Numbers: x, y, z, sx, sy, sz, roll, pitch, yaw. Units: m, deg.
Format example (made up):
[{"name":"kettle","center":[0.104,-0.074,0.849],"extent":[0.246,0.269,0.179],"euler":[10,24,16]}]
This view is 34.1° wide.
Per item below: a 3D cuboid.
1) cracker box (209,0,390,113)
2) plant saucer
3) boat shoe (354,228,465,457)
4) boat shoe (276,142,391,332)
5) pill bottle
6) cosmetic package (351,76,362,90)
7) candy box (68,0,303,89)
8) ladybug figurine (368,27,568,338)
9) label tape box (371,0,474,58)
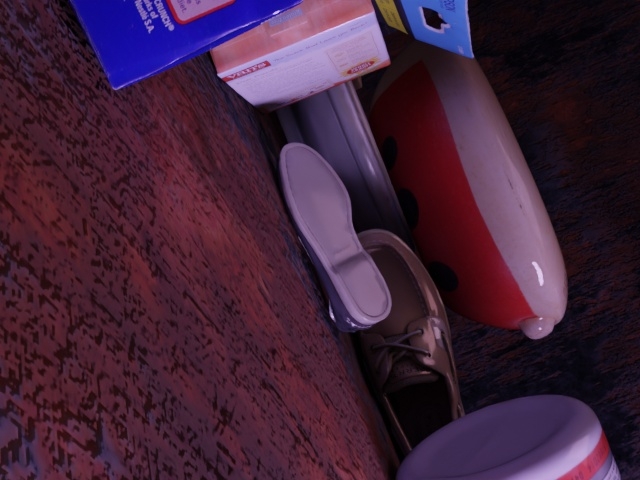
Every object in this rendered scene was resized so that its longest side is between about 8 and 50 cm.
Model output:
[{"name":"cracker box","center":[-0.018,-0.201,1.051],"extent":[0.232,0.155,0.067],"euler":[13,57,-83]},{"name":"plant saucer","center":[0.011,-0.152,1.400],"extent":[0.400,0.100,0.401],"euler":[-21,90,-83]},{"name":"boat shoe","center":[0.100,0.134,1.170],"extent":[0.098,0.109,0.303],"euler":[-70,144,-82]},{"name":"boat shoe","center":[0.000,0.000,1.069],"extent":[0.065,0.075,0.206],"euler":[-40,-108,51]},{"name":"pill bottle","center":[0.230,0.355,1.024],"extent":[0.210,0.210,0.363],"euler":[-66,134,-81]},{"name":"cosmetic package","center":[-0.040,-0.388,1.705],"extent":[0.160,0.113,0.310],"euler":[-93,161,-63]},{"name":"candy box","center":[-0.110,-0.261,0.634],"extent":[0.317,0.122,0.268],"euler":[-97,164,-70]},{"name":"ladybug figurine","center":[0.180,-0.068,1.351],"extent":[0.305,0.161,0.450],"euler":[59,10,-59]},{"name":"label tape box","center":[0.020,-0.331,1.099],"extent":[0.347,0.115,0.249],"euler":[25,2,11]}]
